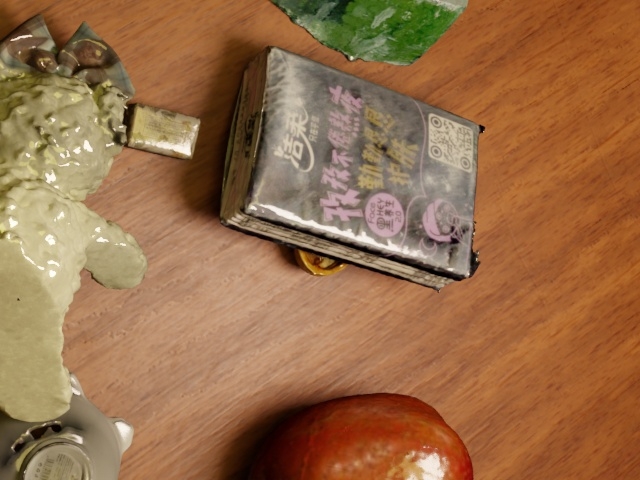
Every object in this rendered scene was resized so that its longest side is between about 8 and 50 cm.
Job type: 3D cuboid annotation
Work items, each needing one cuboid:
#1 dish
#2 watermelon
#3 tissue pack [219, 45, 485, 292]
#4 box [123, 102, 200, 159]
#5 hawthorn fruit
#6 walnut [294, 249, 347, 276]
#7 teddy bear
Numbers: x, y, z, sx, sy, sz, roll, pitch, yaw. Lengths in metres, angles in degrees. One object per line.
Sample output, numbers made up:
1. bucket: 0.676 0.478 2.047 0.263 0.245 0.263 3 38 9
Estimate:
1. dish: -0.353 0.287 1.649 0.236 0.086 0.228 -46 109 -18
2. watermelon: 0.088 -0.414 1.801 0.264 0.151 0.302 24 82 -23
3. tissue pack: 0.051 -0.098 1.787 0.361 0.122 0.259 16 67 -23
4. box: -0.215 -0.146 1.725 0.098 0.045 0.062 10 88 -27
5. hawthorn fruit: 0.067 0.340 1.761 0.311 0.295 0.295 34 76 2
6. walnut: 0.000 0.000 1.825 0.091 0.052 0.121 36 61 -18
7. teddy bear: -0.372 -0.030 1.617 0.327 0.362 0.375 12 131 -8
